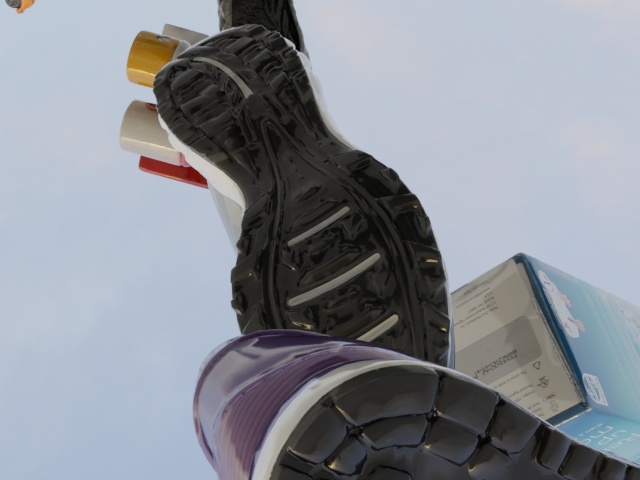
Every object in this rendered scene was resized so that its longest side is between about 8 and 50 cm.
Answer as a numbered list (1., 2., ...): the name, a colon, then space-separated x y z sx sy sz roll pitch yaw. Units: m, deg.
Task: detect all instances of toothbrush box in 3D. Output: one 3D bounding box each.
1. toothbrush box: 0.159 0.140 0.891 0.216 0.296 0.126 -33 -121 26

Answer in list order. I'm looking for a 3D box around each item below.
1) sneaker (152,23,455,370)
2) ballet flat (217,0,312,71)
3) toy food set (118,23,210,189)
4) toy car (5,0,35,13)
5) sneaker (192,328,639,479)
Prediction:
1. sneaker: 0.000 0.000 0.584 0.100 0.108 0.271 -27 -131 2
2. ballet flat: -0.041 -0.152 0.756 0.058 0.049 0.173 -9 -109 -16
3. toy food set: -0.080 -0.095 0.899 0.105 0.232 0.111 16 -92 4
4. toy car: -0.193 -0.204 0.813 0.041 0.060 0.122 -5 -154 12
5. sneaker: 0.080 0.107 0.426 0.107 0.283 0.124 -57 -154 -5
